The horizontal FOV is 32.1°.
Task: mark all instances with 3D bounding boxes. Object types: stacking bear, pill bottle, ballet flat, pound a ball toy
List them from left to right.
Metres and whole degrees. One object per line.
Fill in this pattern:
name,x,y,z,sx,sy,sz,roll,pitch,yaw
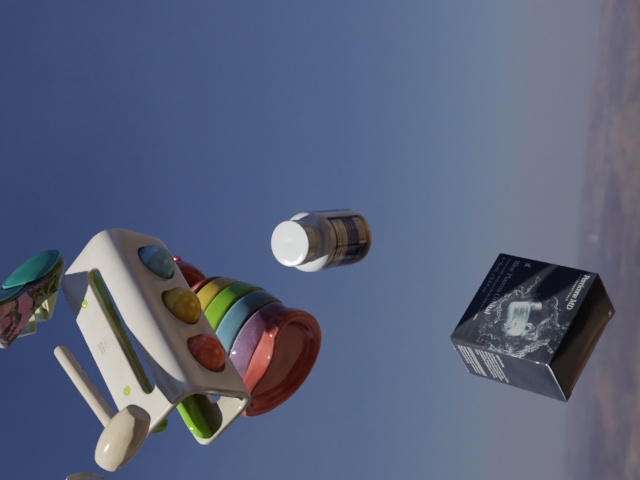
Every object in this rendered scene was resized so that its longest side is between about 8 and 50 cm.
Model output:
ballet flat,-0.393,0.083,1.478,0.221,0.076,0.079,-67,-38,-70
pound a ball toy,-0.216,0.122,1.363,0.208,0.136,0.319,18,-150,-50
stacking bear,-0.156,0.125,1.730,0.164,0.289,0.175,8,-72,-61
pill bottle,0.000,0.000,1.229,0.120,0.067,0.067,-6,-79,-56

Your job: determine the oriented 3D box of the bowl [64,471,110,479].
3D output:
bowl,-0.386,0.431,1.821,0.170,0.170,0.080,-17,-62,-76

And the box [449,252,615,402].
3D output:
box,0.286,0.114,1.500,0.156,0.158,0.093,-56,-44,-23
